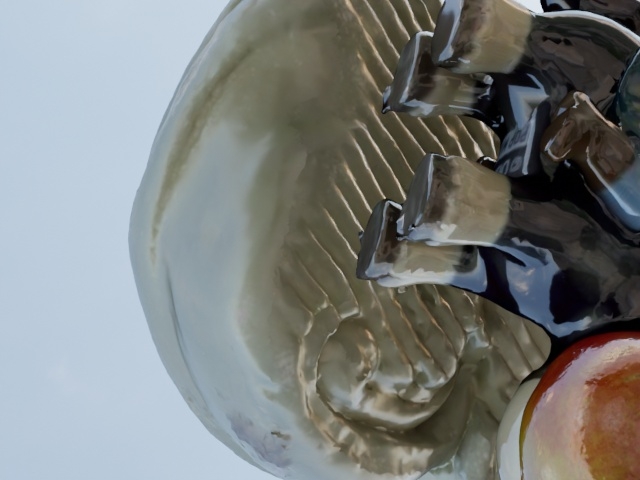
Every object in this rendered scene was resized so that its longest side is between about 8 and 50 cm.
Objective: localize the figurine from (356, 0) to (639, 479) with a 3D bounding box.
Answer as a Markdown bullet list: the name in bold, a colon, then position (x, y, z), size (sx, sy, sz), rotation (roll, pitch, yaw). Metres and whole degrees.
- **figurine**: position (0.219, -0.005, 0.851), size (0.411, 0.241, 0.306), rotation (-11, -118, -26)

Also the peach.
- **peach**: position (0.120, 0.084, 0.633), size (0.100, 0.101, 0.101), rotation (7, -112, -17)

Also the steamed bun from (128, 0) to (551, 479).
- **steamed bun**: position (0.007, 0.003, 1.032), size (0.309, 0.219, 0.324), rotation (25, -115, -45)
